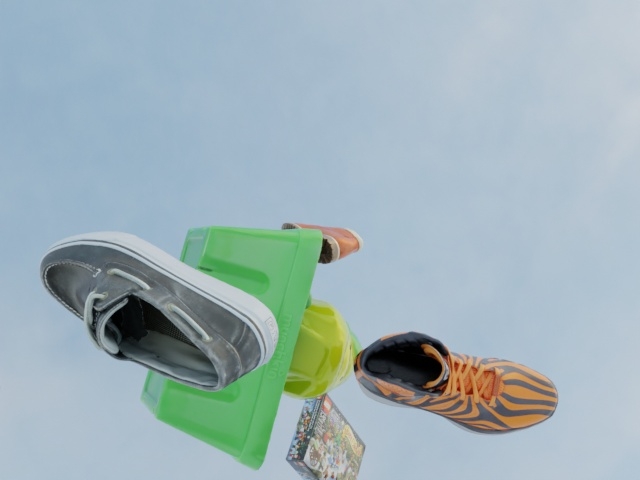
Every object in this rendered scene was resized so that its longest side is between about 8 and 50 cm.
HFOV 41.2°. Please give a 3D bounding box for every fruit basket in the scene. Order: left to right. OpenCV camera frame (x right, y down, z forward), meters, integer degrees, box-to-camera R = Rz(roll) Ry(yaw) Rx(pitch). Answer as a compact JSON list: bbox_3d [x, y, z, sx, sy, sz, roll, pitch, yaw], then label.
[{"bbox_3d":[-0.067,0.165,1.359,0.392,0.283,0.391,0,-91,-20],"label":"fruit basket"}]

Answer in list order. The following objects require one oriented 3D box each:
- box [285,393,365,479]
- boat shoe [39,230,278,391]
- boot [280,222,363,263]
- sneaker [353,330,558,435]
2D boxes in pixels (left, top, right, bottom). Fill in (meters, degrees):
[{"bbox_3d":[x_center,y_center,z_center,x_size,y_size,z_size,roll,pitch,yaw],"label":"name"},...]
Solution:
[{"bbox_3d":[0.016,0.443,1.784,0.044,0.159,0.233,-3,-41,29],"label":"box"},{"bbox_3d":[-0.213,0.075,0.973,0.335,0.119,0.121,14,-64,27],"label":"boat shoe"},{"bbox_3d":[0.000,0.000,1.442,0.085,0.158,0.059,-17,-66,-37],"label":"boot"},{"bbox_3d":[0.207,0.218,1.281,0.321,0.180,0.124,7,-106,4],"label":"sneaker"}]
